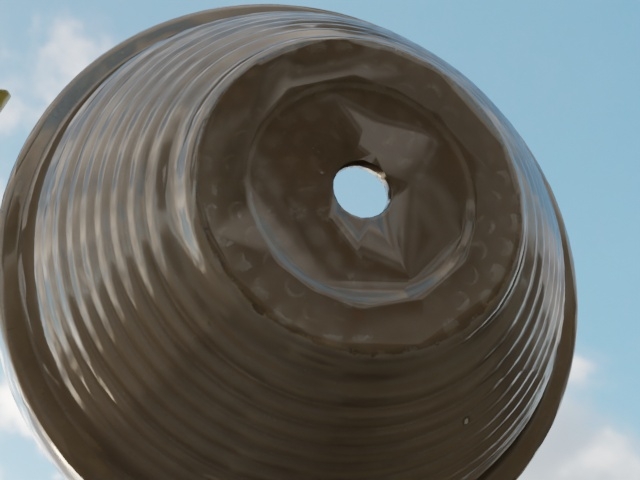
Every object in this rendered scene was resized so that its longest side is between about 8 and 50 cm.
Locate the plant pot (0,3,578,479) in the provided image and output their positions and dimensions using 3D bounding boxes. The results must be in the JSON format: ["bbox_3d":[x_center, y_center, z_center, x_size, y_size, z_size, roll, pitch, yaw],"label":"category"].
[{"bbox_3d":[0.000,0.000,0.451,0.237,0.237,0.109,-2,-21,-17],"label":"plant pot"}]

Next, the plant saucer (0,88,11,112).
[{"bbox_3d":[-0.464,-0.075,0.906,0.333,0.080,0.333,1,2,33],"label":"plant saucer"}]
